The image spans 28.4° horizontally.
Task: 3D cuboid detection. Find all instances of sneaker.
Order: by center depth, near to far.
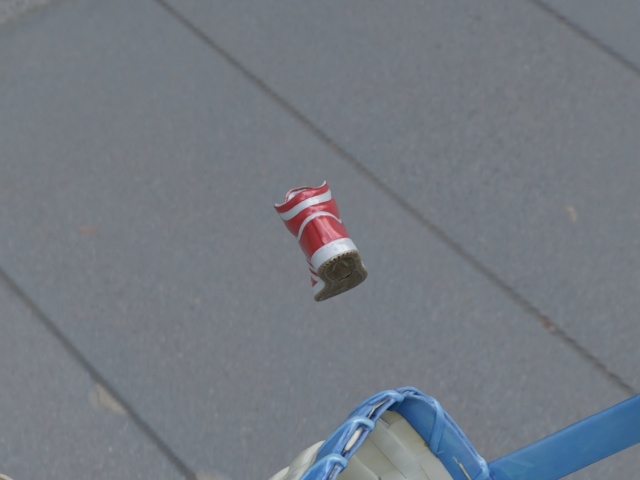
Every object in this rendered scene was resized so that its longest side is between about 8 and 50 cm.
[{"bbox_3d":[0.000,0.000,0.877,0.042,0.118,0.067,-26,75,-7],"label":"sneaker"}]

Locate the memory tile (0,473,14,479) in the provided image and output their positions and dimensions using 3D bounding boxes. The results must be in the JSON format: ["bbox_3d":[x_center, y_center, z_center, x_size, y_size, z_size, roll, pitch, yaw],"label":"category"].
[{"bbox_3d":[-0.152,0.199,0.669,0.148,0.113,0.012,55,41,4],"label":"memory tile"}]

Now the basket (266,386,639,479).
[{"bbox_3d":[0.061,0.179,0.591,0.201,0.289,0.255,51,36,-7],"label":"basket"}]
